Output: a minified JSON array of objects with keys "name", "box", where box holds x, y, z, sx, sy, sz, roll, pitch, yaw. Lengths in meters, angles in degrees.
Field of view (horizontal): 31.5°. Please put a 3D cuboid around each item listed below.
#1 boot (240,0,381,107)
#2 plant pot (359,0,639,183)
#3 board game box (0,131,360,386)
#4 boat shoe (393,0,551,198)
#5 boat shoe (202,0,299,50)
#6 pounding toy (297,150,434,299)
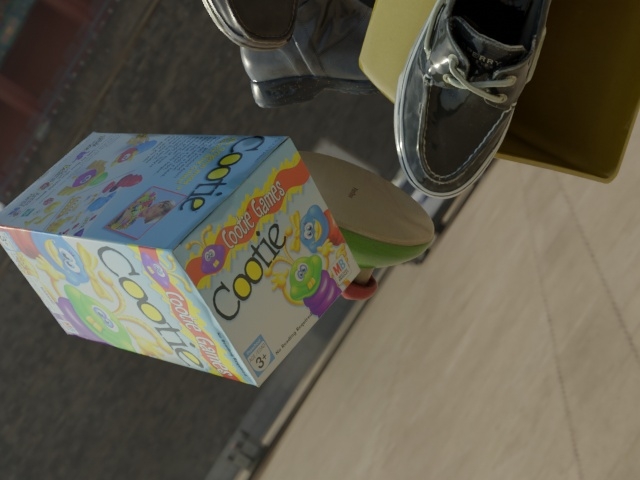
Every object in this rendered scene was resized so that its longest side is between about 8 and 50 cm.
[{"name":"boot","box":[0.024,-0.305,1.468,0.118,0.338,0.223,-69,-35,-58]},{"name":"plant pot","box":[0.160,-0.188,1.002,0.212,0.187,0.212,8,-77,-41]},{"name":"board game box","box":[-0.129,0.005,0.965,0.275,0.142,0.144,7,45,47]},{"name":"boat shoe","box":[0.096,-0.121,0.700,0.070,0.077,0.219,-79,3,-65]},{"name":"boat shoe","box":[-0.078,-0.393,1.269,0.130,0.132,0.356,-176,78,-68]},{"name":"pounding toy","box":[0.000,0.000,1.167,0.236,0.183,0.110,-9,-50,-53]}]
